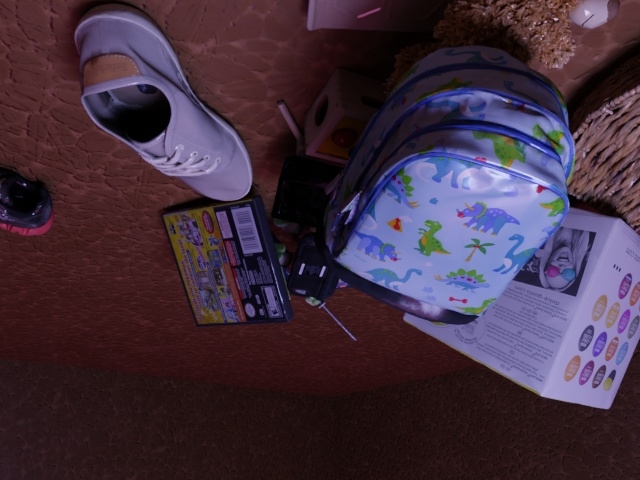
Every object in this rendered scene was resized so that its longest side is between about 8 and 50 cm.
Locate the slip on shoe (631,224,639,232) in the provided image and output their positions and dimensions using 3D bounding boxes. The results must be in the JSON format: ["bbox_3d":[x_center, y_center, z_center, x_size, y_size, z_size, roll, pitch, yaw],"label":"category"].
[{"bbox_3d":[0.777,-0.054,1.287,0.041,0.051,0.135,-36,159,-28],"label":"slip on shoe"}]

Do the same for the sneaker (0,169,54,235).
[{"bbox_3d":[-0.641,-0.085,0.993,0.276,0.097,0.135,12,151,-33],"label":"sneaker"}]

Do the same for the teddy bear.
[{"bbox_3d":[0.236,-0.254,0.681,0.338,0.113,0.245,-25,155,26],"label":"teddy bear"}]

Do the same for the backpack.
[{"bbox_3d":[0.159,-0.056,0.666,0.290,0.273,0.355,24,124,-1],"label":"backpack"}]

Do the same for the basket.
[{"bbox_3d":[0.547,-0.208,0.875,0.213,0.223,0.299,32,151,3],"label":"basket"}]

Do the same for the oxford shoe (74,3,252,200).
[{"bbox_3d":[-0.234,-0.161,0.847,0.169,0.130,0.449,-9,155,9],"label":"oxford shoe"}]

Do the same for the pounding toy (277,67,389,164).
[{"bbox_3d":[0.016,-0.176,0.880,0.181,0.094,0.206,9,151,-24],"label":"pounding toy"}]

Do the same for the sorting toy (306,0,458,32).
[{"bbox_3d":[0.091,-0.333,0.633,0.208,0.038,0.193,-4,155,-9],"label":"sorting toy"}]

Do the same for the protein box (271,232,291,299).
[{"bbox_3d":[-0.201,0.070,1.321,0.201,0.136,0.200,-10,154,13],"label":"protein box"}]

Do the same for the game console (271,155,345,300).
[{"bbox_3d":[0.000,0.000,1.027,0.213,0.044,0.361,14,137,-6],"label":"game console"}]

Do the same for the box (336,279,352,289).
[{"bbox_3d":[0.051,0.089,1.496,0.233,0.044,0.159,-8,154,11],"label":"box"}]

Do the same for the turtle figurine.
[{"bbox_3d":[0.010,0.043,1.231,0.198,0.274,0.266,-47,136,8],"label":"turtle figurine"}]

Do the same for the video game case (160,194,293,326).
[{"bbox_3d":[-0.203,0.053,1.146,0.248,0.274,0.035,-7,-165,26],"label":"video game case"}]

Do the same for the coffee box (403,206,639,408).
[{"bbox_3d":[0.446,0.115,1.110,0.338,0.334,0.338,22,-179,-41],"label":"coffee box"}]
